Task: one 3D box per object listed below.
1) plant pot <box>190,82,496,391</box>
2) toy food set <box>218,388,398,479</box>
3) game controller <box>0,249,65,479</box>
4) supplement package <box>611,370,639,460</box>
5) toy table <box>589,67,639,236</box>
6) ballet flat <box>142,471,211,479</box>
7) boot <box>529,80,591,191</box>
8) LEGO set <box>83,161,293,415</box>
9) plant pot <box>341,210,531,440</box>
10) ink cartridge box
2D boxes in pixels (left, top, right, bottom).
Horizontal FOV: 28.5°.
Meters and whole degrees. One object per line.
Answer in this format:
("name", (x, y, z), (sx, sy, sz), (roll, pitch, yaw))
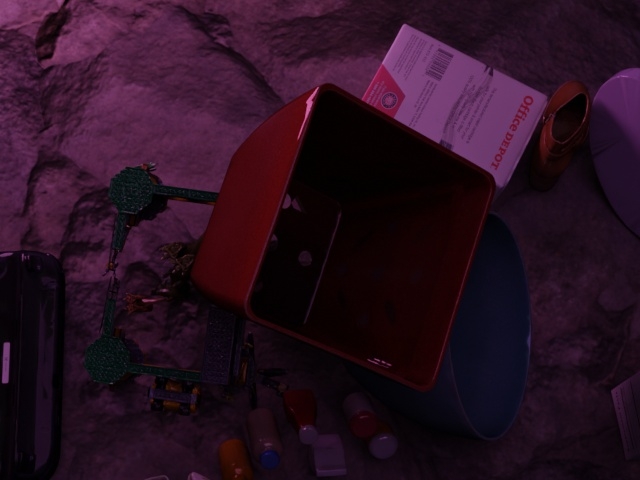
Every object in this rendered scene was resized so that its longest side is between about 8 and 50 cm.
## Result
("plant pot", (0.000, 0.000, 1.464), (0.267, 0.235, 0.267), (26, 77, -31))
("toy food set", (-0.009, 0.261, 1.595), (0.232, 0.104, 0.111), (-1, 114, -10))
("game controller", (-0.418, 0.163, 1.628), (0.166, 0.067, 0.319), (-4, 69, 5))
("supplement package", (0.475, 0.221, 1.671), (0.105, 0.179, 0.105), (-4, 70, -10))
("toy table", (0.501, -0.149, 1.802), (0.252, 0.274, 0.161), (25, 51, 37))
("ballet flat", (-0.179, 0.325, 1.596), (0.188, 0.070, 0.070), (-3, 70, -13))
("boot", (0.360, -0.178, 1.817), (0.072, 0.152, 0.197), (18, 67, 7))
("LEGO set", (-0.166, 0.063, 1.659), (0.254, 0.192, 0.332), (-2, 83, 10))
("plant pot", (0.135, 0.110, 1.636), (0.195, 0.290, 0.290), (-2, 65, 29))
("ink cartridge box", (0.182, -0.177, 1.820), (0.237, 0.100, 0.172), (27, 68, 3))
